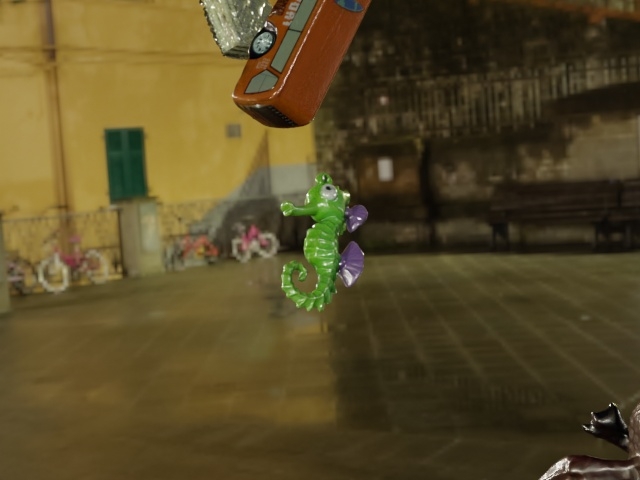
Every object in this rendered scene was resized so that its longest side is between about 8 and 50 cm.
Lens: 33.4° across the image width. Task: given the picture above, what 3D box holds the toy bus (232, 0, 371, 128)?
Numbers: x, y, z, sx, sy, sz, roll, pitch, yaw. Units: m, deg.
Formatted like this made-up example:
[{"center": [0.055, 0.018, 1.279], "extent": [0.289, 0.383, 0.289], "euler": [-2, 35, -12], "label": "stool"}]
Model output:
[{"center": [0.018, -0.331, 1.329], "extent": [0.092, 0.409, 0.093], "euler": [21, -7, 40], "label": "toy bus"}]

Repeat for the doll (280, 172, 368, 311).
[{"center": [0.000, 0.000, 1.279], "extent": [0.115, 0.190, 0.050], "euler": [19, -33, -21], "label": "doll"}]

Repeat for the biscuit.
[{"center": [-0.124, -0.372, 1.516], "extent": [0.046, 0.250, 0.147], "euler": [-26, -12, 31], "label": "biscuit"}]

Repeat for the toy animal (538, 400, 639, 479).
[{"center": [0.236, 0.139, 0.653], "extent": [0.218, 0.116, 0.179], "euler": [-26, -9, 11], "label": "toy animal"}]
